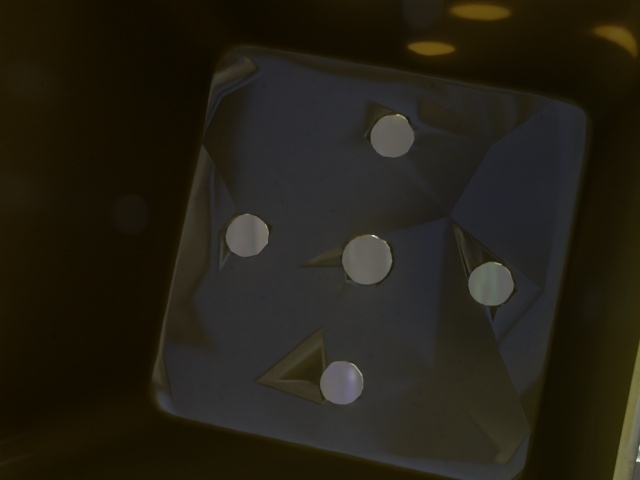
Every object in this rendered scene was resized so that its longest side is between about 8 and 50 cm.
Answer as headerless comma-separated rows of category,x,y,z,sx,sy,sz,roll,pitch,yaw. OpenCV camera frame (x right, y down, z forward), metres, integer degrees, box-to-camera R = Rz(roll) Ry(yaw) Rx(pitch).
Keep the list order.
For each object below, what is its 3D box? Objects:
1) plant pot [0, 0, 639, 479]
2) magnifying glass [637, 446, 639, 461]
plant pot,0.000,0.000,0.528,0.187,0.212,0.212,19,-98,-77
magnifying glass,0.175,0.104,0.729,0.092,0.231,0.026,-50,-50,-59
